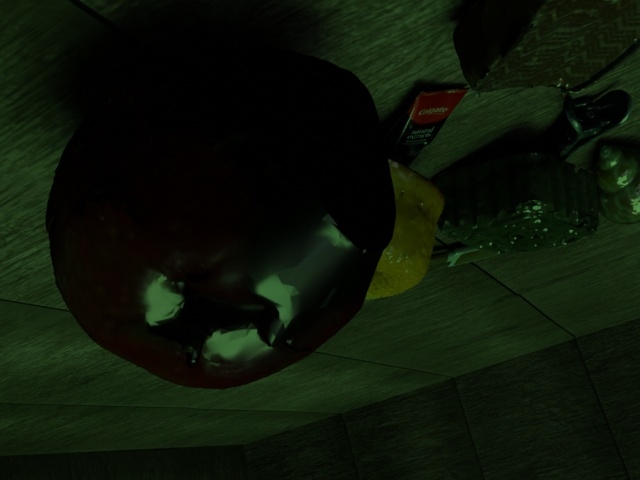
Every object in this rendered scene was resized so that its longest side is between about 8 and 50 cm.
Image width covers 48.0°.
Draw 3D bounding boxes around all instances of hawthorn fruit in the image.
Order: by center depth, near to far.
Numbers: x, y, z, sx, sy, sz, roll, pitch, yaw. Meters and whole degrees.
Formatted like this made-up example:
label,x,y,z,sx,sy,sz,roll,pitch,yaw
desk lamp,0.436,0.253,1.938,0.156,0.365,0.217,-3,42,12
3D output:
label,x,y,z,sx,sy,sz,roll,pitch,yaw
hawthorn fruit,-0.075,-0.026,0.612,0.316,0.316,0.316,-13,159,-5

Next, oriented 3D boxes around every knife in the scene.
label,x,y,z,sx,sy,sz,roll,pitch,yaw
knife,0.247,0.026,1.298,0.343,0.027,0.061,-12,155,-16

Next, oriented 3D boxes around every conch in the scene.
label,x,y,z,sx,sy,sz,roll,pitch,yaw
conch,0.459,-0.081,1.070,0.173,0.106,0.116,-19,146,-47

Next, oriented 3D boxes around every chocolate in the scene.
label,x,y,z,sx,sy,sz,roll,pitch,yaw
chocolate,0.213,-0.208,0.590,0.148,0.093,0.214,-7,159,-24

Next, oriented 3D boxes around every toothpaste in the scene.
label,x,y,z,sx,sy,sz,roll,pitch,yaw
toothpaste,0.093,-0.111,0.833,0.071,0.045,0.193,-11,156,-34

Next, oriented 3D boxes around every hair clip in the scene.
label,x,y,z,sx,sy,sz,roll,pitch,yaw
hair clip,0.321,-0.120,0.972,0.083,0.048,0.275,-14,164,-7

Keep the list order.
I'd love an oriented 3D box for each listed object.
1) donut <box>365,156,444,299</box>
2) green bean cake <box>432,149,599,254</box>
label,x,y,z,sx,sy,sz,roll,pitch,yaw
donut,0.000,0.000,0.869,0.303,0.110,0.303,2,159,1
green bean cake,0.265,-0.043,0.980,0.173,0.094,0.181,15,159,-42
